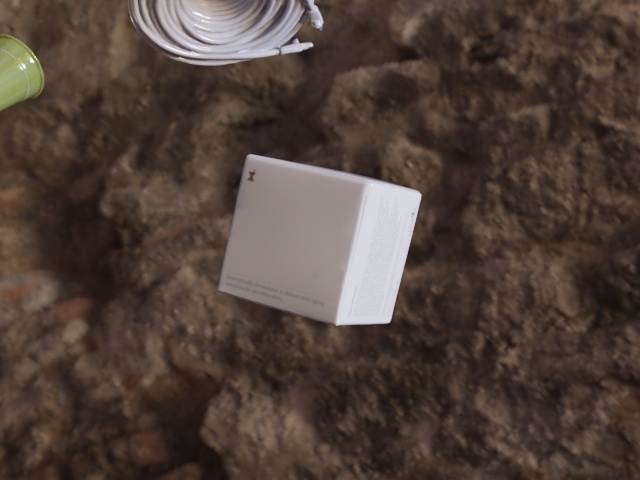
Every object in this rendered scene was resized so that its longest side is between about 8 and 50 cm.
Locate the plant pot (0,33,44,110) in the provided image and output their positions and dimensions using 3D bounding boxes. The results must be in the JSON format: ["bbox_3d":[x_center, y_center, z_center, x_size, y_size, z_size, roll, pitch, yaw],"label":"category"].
[{"bbox_3d":[-0.362,-0.172,1.270,0.083,0.083,0.079,-20,-156,38],"label":"plant pot"}]

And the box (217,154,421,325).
[{"bbox_3d":[0.000,0.000,0.805,0.101,0.087,0.102,15,-87,28],"label":"box"}]

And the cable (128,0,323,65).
[{"bbox_3d":[-0.133,-0.348,1.547,0.257,0.257,0.089,-13,-128,-4],"label":"cable"}]
